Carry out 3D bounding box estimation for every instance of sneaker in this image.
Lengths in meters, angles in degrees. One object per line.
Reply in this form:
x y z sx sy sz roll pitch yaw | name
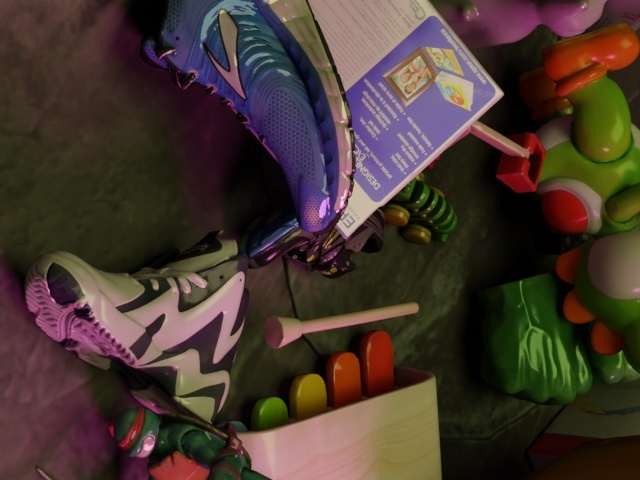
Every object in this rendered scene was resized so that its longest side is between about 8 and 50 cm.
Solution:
0.000 0.000 1.396 0.188 0.067 0.078 -15 96 -48 | sneaker
-0.069 -0.154 1.271 0.147 0.130 0.330 -23 94 0 | sneaker
-0.135 0.037 1.237 0.235 0.094 0.153 43 60 -39 | sneaker

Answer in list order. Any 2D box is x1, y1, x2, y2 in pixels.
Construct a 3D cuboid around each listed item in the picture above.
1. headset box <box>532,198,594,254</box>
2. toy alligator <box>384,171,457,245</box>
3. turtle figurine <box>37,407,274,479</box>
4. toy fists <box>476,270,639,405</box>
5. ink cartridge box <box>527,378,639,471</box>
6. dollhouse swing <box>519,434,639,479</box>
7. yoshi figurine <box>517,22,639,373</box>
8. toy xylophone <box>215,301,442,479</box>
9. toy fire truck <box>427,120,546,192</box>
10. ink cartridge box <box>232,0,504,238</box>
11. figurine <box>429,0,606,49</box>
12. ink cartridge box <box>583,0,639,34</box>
0.282 -0.025 1.719 0.083 0.032 0.062 -26 110 -44 | headset box
0.086 -0.048 1.497 0.190 0.051 0.056 40 63 -40 | toy alligator
-0.097 0.201 1.217 0.234 0.175 0.118 31 61 -19 | turtle figurine
0.275 0.104 1.673 0.279 0.096 0.142 -10 83 -46 | toy fists
0.348 0.247 1.730 0.176 0.127 0.128 -42 119 -38 | ink cartridge box
0.246 0.401 1.476 0.347 0.315 0.305 -24 91 -29 | dollhouse swing
0.349 -0.043 1.601 0.204 0.203 0.362 -6 78 -52 | yoshi figurine
0.010 0.174 1.402 0.323 0.081 0.236 1 91 -47 | toy xylophone
0.117 -0.108 1.466 0.192 0.135 0.047 33 68 -42 | toy fire truck
0.027 -0.144 1.369 0.208 0.045 0.206 -43 101 -11 | ink cartridge box
0.240 -0.258 1.537 0.215 0.209 0.092 -33 115 -41 | figurine
0.383 -0.396 1.712 0.065 0.186 0.311 20 75 -4 | ink cartridge box
